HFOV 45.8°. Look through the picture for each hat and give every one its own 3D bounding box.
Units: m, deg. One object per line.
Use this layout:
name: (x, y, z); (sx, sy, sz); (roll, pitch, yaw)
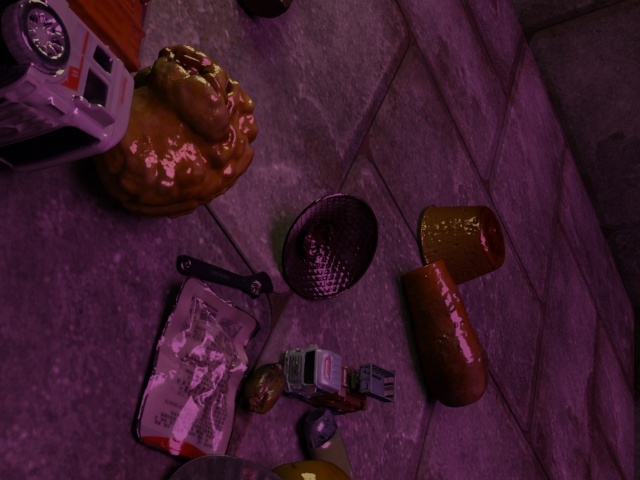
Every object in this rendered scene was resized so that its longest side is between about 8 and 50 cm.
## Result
hat: (0.000, 0.000, 1.294); (0.193, 0.082, 0.193); (-14, 117, -30)

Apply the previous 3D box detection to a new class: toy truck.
toy truck: (-0.292, -0.261, 0.837); (0.207, 0.174, 0.387); (46, 40, -53)
toy truck: (0.029, 0.223, 1.212); (0.178, 0.115, 0.080); (31, 53, -47)

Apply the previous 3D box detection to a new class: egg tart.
egg tart: (0.332, 0.000, 1.746); (0.203, 0.147, 0.202); (31, 51, -48)

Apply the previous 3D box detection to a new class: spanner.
spanner: (-0.135, 0.052, 1.116); (0.208, 0.012, 0.046); (22, 60, -52)

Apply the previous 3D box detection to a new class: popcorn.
popcorn: (-0.173, -0.131, 0.947); (0.226, 0.203, 0.200); (13, 56, -36)

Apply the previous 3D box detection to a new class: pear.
pear: (-0.011, 0.384, 1.051); (0.149, 0.149, 0.162); (11, 48, -56)

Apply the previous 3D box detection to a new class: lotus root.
lotus root: (-0.080, 0.212, 1.105); (0.054, 0.049, 0.099); (47, 35, -7)

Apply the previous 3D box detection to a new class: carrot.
carrot: (0.256, 0.196, 1.576); (0.139, 0.139, 0.301); (-22, 91, -58)

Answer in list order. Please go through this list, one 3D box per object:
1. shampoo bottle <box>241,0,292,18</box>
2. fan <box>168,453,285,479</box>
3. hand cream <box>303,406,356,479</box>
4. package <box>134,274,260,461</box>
shampoo bottle: (-0.070, -0.542, 1.373); (0.125, 0.084, 0.350); (41, 46, -40)
fan: (-0.099, 0.409, 0.909); (0.223, 0.012, 0.294); (7, 66, -15)
hand cream: (0.016, 0.354, 1.213); (0.095, 0.046, 0.174); (-41, 119, -56)
package: (-0.160, 0.175, 1.010); (0.166, 0.040, 0.231); (37, 57, -42)
